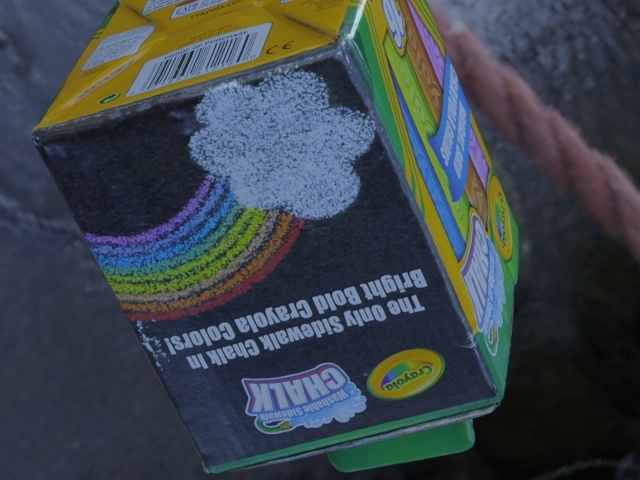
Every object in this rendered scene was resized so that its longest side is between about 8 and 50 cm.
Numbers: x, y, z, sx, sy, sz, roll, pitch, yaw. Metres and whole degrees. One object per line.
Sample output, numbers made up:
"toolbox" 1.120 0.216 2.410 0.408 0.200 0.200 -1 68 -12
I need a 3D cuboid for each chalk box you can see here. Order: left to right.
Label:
"chalk box" 0.000 0.000 0.915 0.179 0.180 0.289 -74 145 -57
